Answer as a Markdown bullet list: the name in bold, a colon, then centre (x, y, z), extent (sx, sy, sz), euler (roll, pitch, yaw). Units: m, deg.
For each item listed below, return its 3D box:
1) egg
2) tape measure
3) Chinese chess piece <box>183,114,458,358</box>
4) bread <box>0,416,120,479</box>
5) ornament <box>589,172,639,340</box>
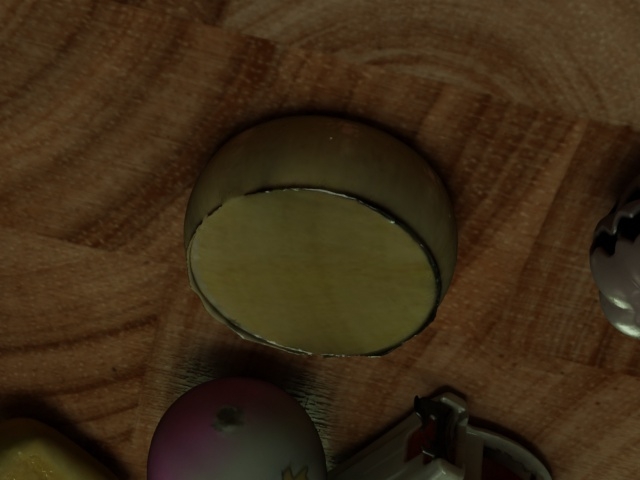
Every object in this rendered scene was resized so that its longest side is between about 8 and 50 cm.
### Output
- **egg**: centre (-0.088, 0.263, 2.000), extent (0.196, 0.196, 0.271), euler (6, 129, 5)
- **tape measure**: centre (0.129, 0.302, 2.054), extent (0.265, 0.130, 0.258), euler (31, 133, -22)
- **Chinese chess piece**: centre (0.000, 0.000, 1.756), extent (0.257, 0.104, 0.257), euler (6, 138, 5)
- **bread**: centre (-0.319, 0.287, 2.132), extent (0.098, 0.147, 0.217), euler (30, 165, 52)
- **ornament**: centre (0.330, 0.013, 1.674), extent (0.177, 0.177, 0.177), euler (6, 139, 5)
